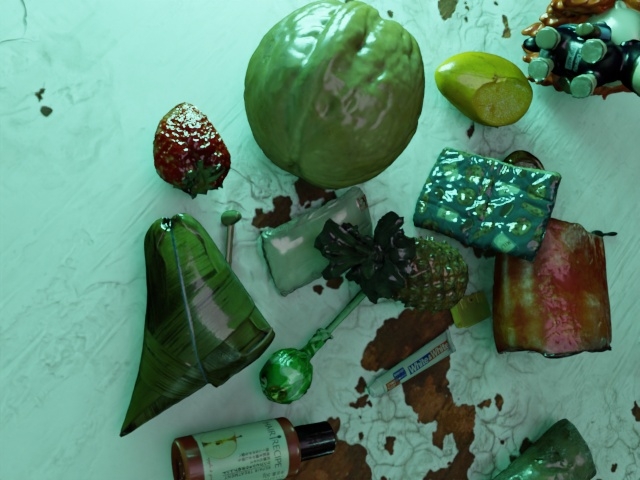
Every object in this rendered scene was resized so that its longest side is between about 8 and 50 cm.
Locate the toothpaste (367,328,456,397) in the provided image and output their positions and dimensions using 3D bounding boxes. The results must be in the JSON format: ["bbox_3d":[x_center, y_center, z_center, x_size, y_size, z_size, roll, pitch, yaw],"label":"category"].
[{"bbox_3d":[0.180,0.243,1.455,0.218,0.033,0.052,-26,102,-29],"label":"toothpaste"}]

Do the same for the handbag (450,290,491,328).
[{"bbox_3d":[0.306,0.140,1.521,0.083,0.027,0.061,-20,92,-30],"label":"handbag"}]

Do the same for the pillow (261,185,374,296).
[{"bbox_3d":[0.000,0.000,1.370,0.229,0.051,0.128,-29,111,-22],"label":"pillow"}]

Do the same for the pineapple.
[{"bbox_3d":[0.131,0.036,1.362,0.310,0.141,0.170,16,98,-33],"label":"pineapple"}]

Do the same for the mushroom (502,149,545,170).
[{"bbox_3d":[0.419,-0.130,1.576,0.123,0.052,0.123,-2,94,-21],"label":"mushroom"}]

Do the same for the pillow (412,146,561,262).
[{"bbox_3d":[0.323,-0.076,1.458,0.256,0.034,0.188,18,78,20],"label":"pillow"}]

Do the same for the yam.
[{"bbox_3d":[0.425,0.493,1.502,0.330,0.133,0.133,-29,99,-22],"label":"yam"}]

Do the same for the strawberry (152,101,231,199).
[{"bbox_3d":[-0.223,-0.150,1.245,0.131,0.131,0.148,-25,68,-24],"label":"strawberry"}]

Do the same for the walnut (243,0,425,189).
[{"bbox_3d":[0.026,-0.256,1.275,0.333,0.333,0.332,2,86,-25],"label":"walnut"}]

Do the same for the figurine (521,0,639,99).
[{"bbox_3d":[0.566,-0.382,1.504,0.306,0.411,0.241,-1,111,14],"label":"figurine"}]

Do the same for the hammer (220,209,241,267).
[{"bbox_3d":[-0.156,0.044,1.296,0.028,0.060,0.195,3,90,-26],"label":"hammer"}]

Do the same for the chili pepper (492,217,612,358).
[{"bbox_3d":[0.471,0.085,1.495,0.252,0.229,0.305,5,85,-11],"label":"chili pepper"}]

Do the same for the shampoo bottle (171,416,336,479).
[{"bbox_3d":[-0.106,0.362,1.269,0.278,0.104,0.104,-5,89,-26],"label":"shampoo bottle"}]

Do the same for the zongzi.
[{"bbox_3d":[-0.262,0.138,1.207,0.300,0.138,0.286,-35,96,-9],"label":"zongzi"}]

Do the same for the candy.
[{"bbox_3d":[0.010,0.169,1.362,0.323,0.097,0.097,-45,105,-29],"label":"candy"}]

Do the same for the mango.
[{"bbox_3d":[0.325,-0.312,1.519,0.217,0.102,0.141,11,106,-22],"label":"mango"}]

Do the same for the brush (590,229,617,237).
[{"bbox_3d":[0.646,-0.014,1.699,0.083,0.008,0.024,-5,87,-26],"label":"brush"}]
